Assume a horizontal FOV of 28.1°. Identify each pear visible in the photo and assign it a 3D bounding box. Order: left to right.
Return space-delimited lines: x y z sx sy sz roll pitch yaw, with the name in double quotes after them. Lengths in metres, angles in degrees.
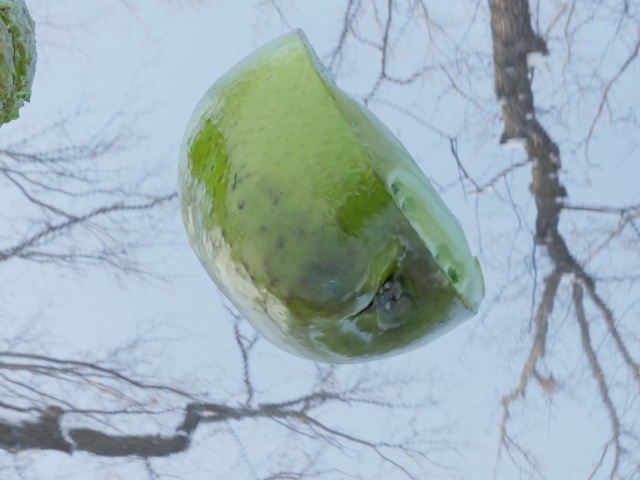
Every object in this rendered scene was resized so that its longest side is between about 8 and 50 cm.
0.000 0.000 1.214 0.238 0.318 0.342 -34 -74 6 "pear"

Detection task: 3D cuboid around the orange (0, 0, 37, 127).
-0.459 -0.224 1.424 0.301 0.300 0.223 28 -68 -10 "orange"
